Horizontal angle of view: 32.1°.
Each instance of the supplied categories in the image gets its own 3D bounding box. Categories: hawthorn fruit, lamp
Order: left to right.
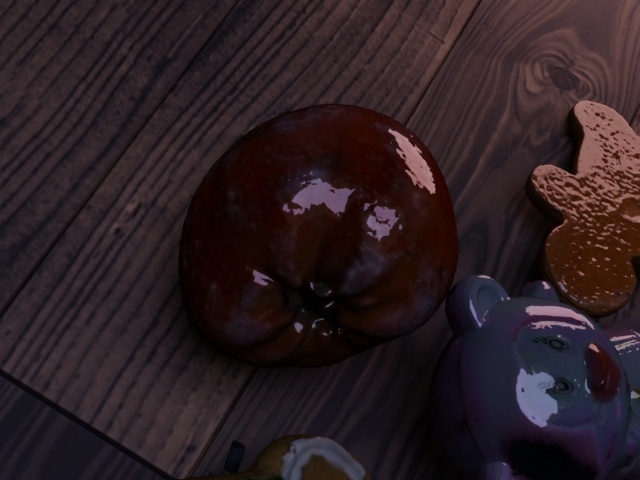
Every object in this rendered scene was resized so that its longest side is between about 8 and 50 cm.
[{"bbox_3d":[0.000,0.000,1.106,0.284,0.284,0.284,6,67,-14],"label":"hawthorn fruit"},{"bbox_3d":[0.236,0.167,1.144,0.301,0.247,0.247,7,69,-38],"label":"lamp"}]

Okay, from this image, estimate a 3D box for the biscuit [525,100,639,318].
[{"bbox_3d":[0.336,-0.033,1.317,0.205,0.049,0.324,27,50,-2],"label":"biscuit"}]

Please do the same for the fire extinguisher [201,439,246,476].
[{"bbox_3d":[-0.128,0.319,1.025,0.104,0.105,0.269,27,64,-4],"label":"fire extinguisher"}]

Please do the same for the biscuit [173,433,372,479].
[{"bbox_3d":[-0.059,0.318,0.991,0.344,0.057,0.287,-50,118,-35],"label":"biscuit"}]
